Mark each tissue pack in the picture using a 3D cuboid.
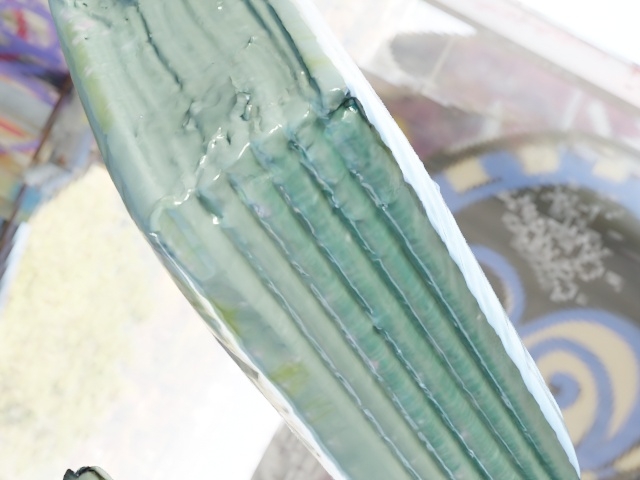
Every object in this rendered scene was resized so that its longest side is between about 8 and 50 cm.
[{"bbox_3d":[0.000,0.000,0.976,0.162,0.388,0.287,-32,-139,3],"label":"tissue pack"}]

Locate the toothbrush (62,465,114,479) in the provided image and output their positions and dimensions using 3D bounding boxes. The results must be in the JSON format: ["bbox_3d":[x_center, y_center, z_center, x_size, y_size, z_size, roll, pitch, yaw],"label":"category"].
[{"bbox_3d":[-0.010,0.168,0.549,0.028,0.294,0.026,5,115,-52],"label":"toothbrush"}]
